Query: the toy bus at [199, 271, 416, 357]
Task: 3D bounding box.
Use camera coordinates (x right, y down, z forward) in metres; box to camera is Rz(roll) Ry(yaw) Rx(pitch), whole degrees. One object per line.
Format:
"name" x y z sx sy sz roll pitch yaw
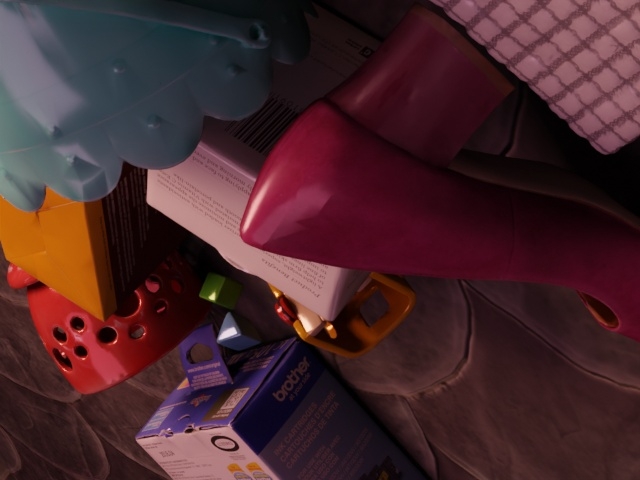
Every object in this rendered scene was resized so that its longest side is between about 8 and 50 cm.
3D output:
"toy bus" 0.001 0.011 0.994 0.191 0.202 0.104 -1 160 39

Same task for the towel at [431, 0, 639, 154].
"towel" 0.178 -0.191 0.555 0.235 0.121 0.284 40 150 -7

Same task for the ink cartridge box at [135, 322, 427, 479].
"ink cartridge box" -0.048 0.277 1.335 0.395 0.151 0.270 48 147 -14

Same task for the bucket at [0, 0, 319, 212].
"bucket" -0.162 -0.172 0.733 0.281 0.281 0.183 6 136 43

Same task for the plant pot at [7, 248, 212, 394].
"plant pot" -0.245 0.053 1.239 0.191 0.191 0.174 -9 117 51

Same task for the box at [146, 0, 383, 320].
"box" -0.009 -0.070 0.839 0.181 0.182 0.119 33 146 12

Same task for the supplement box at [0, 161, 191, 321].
"supplement box" -0.199 -0.068 1.028 0.129 0.194 0.191 30 147 17

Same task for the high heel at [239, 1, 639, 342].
"high heel" 0.122 0.018 0.749 0.377 0.181 0.127 39 -174 -25
